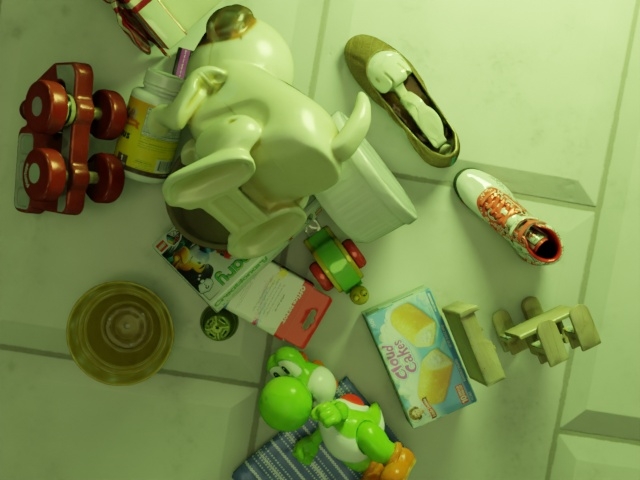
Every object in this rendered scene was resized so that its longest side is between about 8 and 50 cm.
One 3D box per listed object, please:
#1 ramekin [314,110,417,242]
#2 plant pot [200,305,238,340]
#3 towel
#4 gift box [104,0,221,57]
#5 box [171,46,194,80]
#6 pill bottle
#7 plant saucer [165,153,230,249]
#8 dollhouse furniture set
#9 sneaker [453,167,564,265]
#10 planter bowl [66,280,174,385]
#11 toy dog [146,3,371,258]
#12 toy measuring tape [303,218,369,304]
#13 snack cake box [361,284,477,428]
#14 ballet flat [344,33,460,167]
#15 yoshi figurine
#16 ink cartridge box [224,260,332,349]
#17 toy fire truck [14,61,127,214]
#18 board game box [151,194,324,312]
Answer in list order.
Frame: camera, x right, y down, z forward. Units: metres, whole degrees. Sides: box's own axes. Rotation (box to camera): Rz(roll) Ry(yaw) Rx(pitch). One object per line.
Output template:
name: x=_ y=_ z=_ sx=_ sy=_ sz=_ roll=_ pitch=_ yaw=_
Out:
ramekin: x=0.067 y=-0.116 z=1.590 sx=0.127 sy=0.273 sz=0.273 roll=-36 pitch=95 yaw=12
plant pot: x=-0.215 y=0.178 z=1.674 sx=0.083 sy=0.079 sz=0.083 roll=0 pitch=95 yaw=-4
towel: x=0.005 y=0.493 z=1.737 sx=0.336 sy=0.040 sz=0.243 roll=-40 pitch=93 yaw=-2
gift box: x=-0.308 y=-0.514 z=1.544 sx=0.258 sy=0.276 sz=0.255 roll=-42 pitch=109 yaw=-4
box: x=-0.231 y=-0.326 z=1.665 sx=0.162 sy=0.029 sz=0.116 roll=15 pitch=94 yaw=-3
pill bottle: x=-0.338 y=-0.230 z=1.603 sx=0.117 sy=0.117 sz=0.215 roll=18 pitch=103 yaw=-5
plant saucer: x=-0.175 y=-0.103 z=1.597 sx=0.278 sy=0.041 sz=0.278 roll=-4 pitch=65 yaw=9
dollhouse furniture set: x=0.400 y=0.169 z=1.635 sx=0.242 sy=0.212 sz=0.161 roll=-23 pitch=95 yaw=-10
sneaker: x=0.399 y=-0.052 z=1.667 sx=0.090 sy=0.145 sz=0.270 roll=-44 pitch=95 yaw=0
planter bowl: x=-0.409 y=0.186 z=1.656 sx=0.217 sy=0.090 sz=0.217 roll=0 pitch=94 yaw=-5
toy dog: x=-0.133 y=-0.246 z=1.461 sx=0.395 sy=0.284 sz=0.408 roll=-34 pitch=51 yaw=21
toy measuring tape: x=0.000 y=0.000 z=1.660 sx=0.121 sy=0.121 sz=0.330 roll=-35 pitch=95 yaw=-1
snack cake box: x=0.209 y=0.247 z=1.703 sx=0.152 sy=0.089 sz=0.264 roll=-24 pitch=95 yaw=-3
ballet flat: x=0.178 y=-0.293 z=1.647 sx=0.116 sy=0.124 sz=0.342 roll=-36 pitch=95 yaw=-1
yoshi figurine: x=0.006 y=0.386 z=1.625 sx=0.362 sy=0.203 sz=0.203 roll=45 pitch=95 yaw=1
ink cartridge box: x=-0.105 y=0.116 z=1.677 sx=0.231 sy=0.078 sz=0.134 roll=30 pitch=91 yaw=-5
toy fire truck: x=-0.524 y=-0.196 z=1.566 sx=0.254 sy=0.169 sz=0.302 roll=8 pitch=97 yaw=40
board game box: x=-0.166 y=-0.026 z=1.615 sx=0.305 sy=0.053 sz=0.193 roll=-45 pitch=67 yaw=-9
